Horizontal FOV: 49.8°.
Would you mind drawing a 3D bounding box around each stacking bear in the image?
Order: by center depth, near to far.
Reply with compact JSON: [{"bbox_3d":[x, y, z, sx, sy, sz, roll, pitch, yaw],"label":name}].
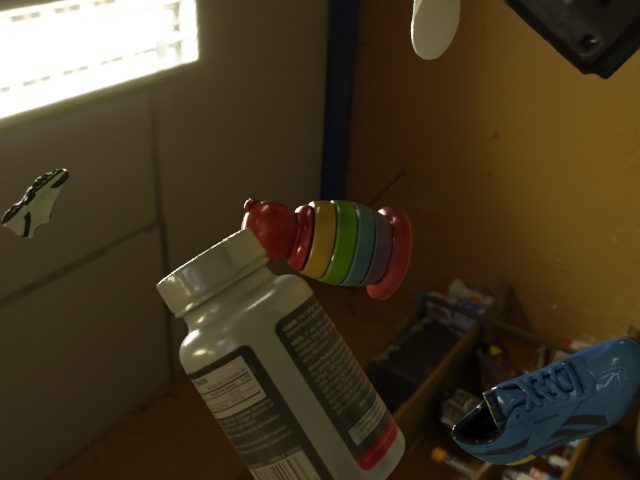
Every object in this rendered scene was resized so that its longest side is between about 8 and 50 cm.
[{"bbox_3d":[0.000,0.000,1.225,0.164,0.289,0.176,156,122,-73],"label":"stacking bear"}]

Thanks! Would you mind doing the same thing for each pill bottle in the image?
[{"bbox_3d":[-0.053,0.152,0.810,0.176,0.176,0.319,-33,-88,-45],"label":"pill bottle"}]

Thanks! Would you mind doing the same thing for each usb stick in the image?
[{"bbox_3d":[0.096,-0.215,0.427,0.077,0.278,0.045,-43,-7,-3],"label":"usb stick"}]

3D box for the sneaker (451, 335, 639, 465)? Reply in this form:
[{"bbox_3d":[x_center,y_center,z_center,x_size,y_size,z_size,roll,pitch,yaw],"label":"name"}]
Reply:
[{"bbox_3d":[0.217,0.156,0.667,0.082,0.069,0.209,24,-51,-30],"label":"sneaker"}]

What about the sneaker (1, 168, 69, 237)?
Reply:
[{"bbox_3d":[-0.370,-0.049,0.914,0.109,0.040,0.044,-54,-53,-22],"label":"sneaker"}]

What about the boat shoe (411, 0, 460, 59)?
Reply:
[{"bbox_3d":[0.159,-0.352,0.968,0.063,0.066,0.184,-94,1,-65],"label":"boat shoe"}]
